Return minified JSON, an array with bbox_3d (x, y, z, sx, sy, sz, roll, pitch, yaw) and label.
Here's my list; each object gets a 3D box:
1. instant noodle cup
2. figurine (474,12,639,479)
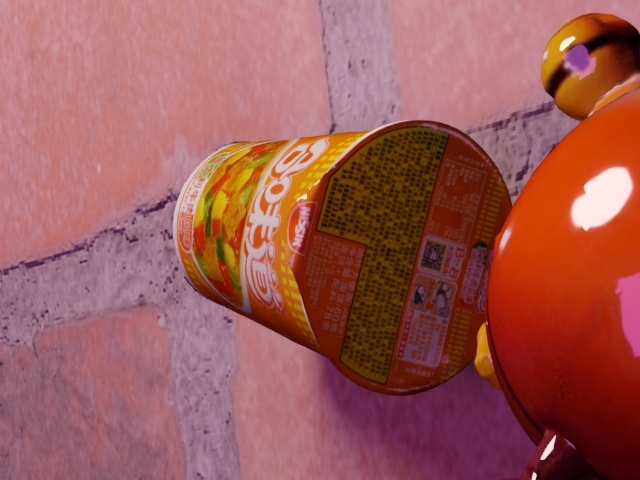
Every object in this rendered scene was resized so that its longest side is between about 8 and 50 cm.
[{"bbox_3d":[0.000,0.000,0.906,0.185,0.168,0.168,10,97,53],"label":"instant noodle cup"},{"bbox_3d":[0.202,-0.002,0.658,0.320,0.196,0.323,38,106,32],"label":"figurine"}]
